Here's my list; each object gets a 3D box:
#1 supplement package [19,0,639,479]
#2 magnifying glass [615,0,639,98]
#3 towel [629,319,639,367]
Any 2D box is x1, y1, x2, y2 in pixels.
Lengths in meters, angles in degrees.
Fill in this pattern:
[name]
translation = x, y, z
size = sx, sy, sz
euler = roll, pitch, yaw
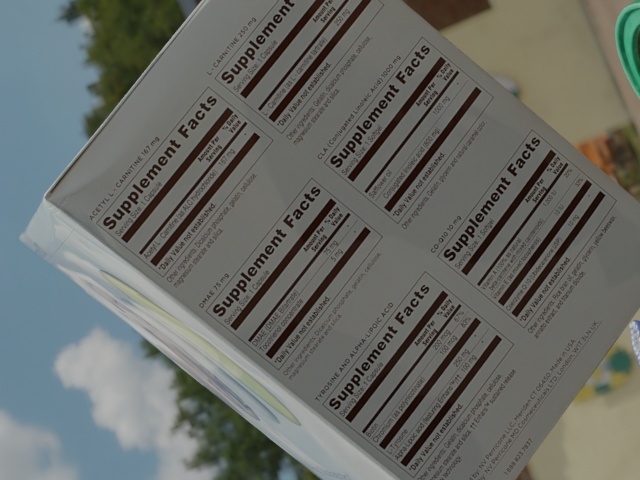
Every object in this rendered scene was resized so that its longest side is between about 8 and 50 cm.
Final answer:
[supplement package]
translation = 0.000, 0.000, 0.680
size = 0.203, 0.149, 0.194
euler = 39, 168, -7
[magnifying glass]
translation = 0.254, -0.050, 0.961
size = 0.231, 0.026, 0.092
euler = 54, 161, 6
[towel]
translation = 0.370, 0.169, 1.040
size = 0.336, 0.040, 0.243
euler = 24, -159, -12
